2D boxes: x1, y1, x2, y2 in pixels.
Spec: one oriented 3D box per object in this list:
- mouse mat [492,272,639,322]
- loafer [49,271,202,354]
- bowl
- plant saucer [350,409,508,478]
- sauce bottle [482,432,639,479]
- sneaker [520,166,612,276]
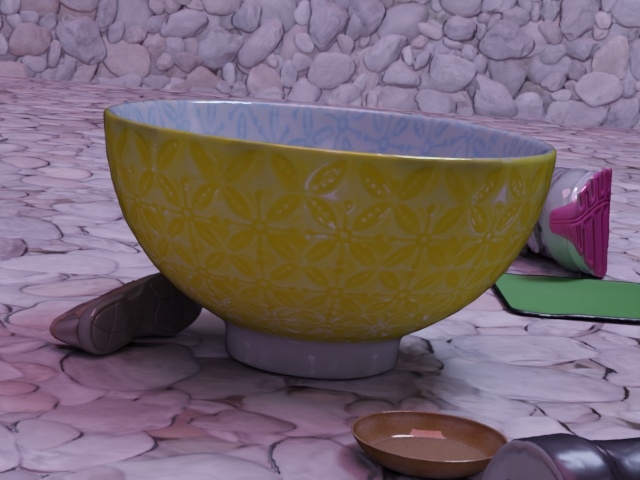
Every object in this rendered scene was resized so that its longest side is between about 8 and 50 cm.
[{"bbox_3d":[0.240,0.050,1.169,0.190,0.007,0.152,4,10,-1],"label":"mouse mat"},{"bbox_3d":[-0.127,0.045,0.922,0.039,0.045,0.125,3,11,30],"label":"loafer"},{"bbox_3d":[0.000,0.000,0.907,0.289,0.156,0.289,5,11,-1],"label":"bowl"},{"bbox_3d":[0.057,0.109,0.732,0.083,0.015,0.083,5,10,-1],"label":"plant saucer"},{"bbox_3d":[0.229,0.105,0.571,0.344,0.111,0.111,2,11,-23],"label":"sauce bottle"},{"bbox_3d":[0.220,-0.023,1.331,0.111,0.103,0.252,3,3,12],"label":"sneaker"}]
